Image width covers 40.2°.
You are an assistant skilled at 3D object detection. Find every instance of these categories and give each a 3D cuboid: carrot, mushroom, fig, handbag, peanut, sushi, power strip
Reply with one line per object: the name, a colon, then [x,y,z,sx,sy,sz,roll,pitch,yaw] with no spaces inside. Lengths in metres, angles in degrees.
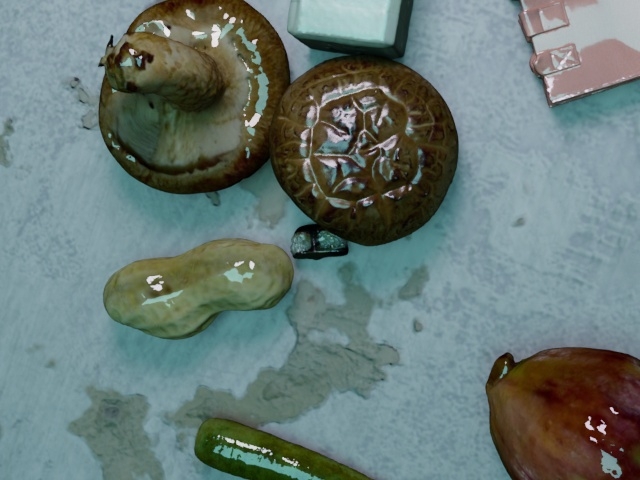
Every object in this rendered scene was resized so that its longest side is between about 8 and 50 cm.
carrot: [-0.008,0.335,1.230,0.358,0.074,0.074,19,98,7]
mushroom: [0.058,-0.118,1.134,0.253,0.153,0.253,0,91,-4]
fig: [0.329,0.235,1.077,0.224,0.263,0.224,-6,101,-31]
handbag: [0.328,-0.292,1.112,0.157,0.059,0.212,-17,90,11]
peanut: [-0.168,0.070,1.215,0.274,0.111,0.125,-13,97,12]
sushi: [0.000,0.000,1.219,0.083,0.044,0.046,-3,73,9]
power strip: [0.052,-0.356,1.118,0.139,0.140,0.224,10,97,11]
mushroom: [-0.171,-0.180,1.157,0.267,0.254,0.267,4,126,6]
